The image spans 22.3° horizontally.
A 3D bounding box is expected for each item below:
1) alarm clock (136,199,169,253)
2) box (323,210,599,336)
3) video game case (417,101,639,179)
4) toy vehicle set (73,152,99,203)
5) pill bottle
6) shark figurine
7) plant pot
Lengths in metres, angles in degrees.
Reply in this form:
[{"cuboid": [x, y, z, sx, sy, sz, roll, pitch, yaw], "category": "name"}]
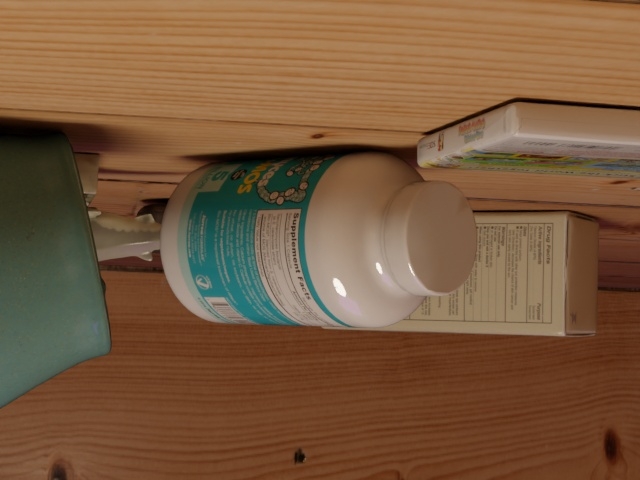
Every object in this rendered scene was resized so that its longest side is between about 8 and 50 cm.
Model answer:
[{"cuboid": [-0.166, -0.012, 1.906, 0.192, 0.064, 0.129, -4, 174, 38], "category": "alarm clock"}, {"cuboid": [0.164, 0.040, 1.922, 0.311, 0.148, 0.121, 2, 177, 27], "category": "box"}, {"cuboid": [0.206, -0.067, 1.147, 0.227, 0.026, 0.206, 2, 176, -14], "category": "video game case"}, {"cuboid": [-0.339, -0.060, 1.476, 0.267, 0.035, 0.166, 3, 176, -12], "category": "toy vehicle set"}, {"cuboid": [0.000, 0.000, 1.362, 0.264, 0.146, 0.146, -1, 175, 42], "category": "pill bottle"}, {"cuboid": [-0.226, 0.019, 1.511, 0.278, 0.116, 0.166, 5, 177, -11], "category": "shark figurine"}, {"cuboid": [-0.302, 0.029, 1.260, 0.255, 0.271, 0.271, -11, 179, -11], "category": "plant pot"}]
